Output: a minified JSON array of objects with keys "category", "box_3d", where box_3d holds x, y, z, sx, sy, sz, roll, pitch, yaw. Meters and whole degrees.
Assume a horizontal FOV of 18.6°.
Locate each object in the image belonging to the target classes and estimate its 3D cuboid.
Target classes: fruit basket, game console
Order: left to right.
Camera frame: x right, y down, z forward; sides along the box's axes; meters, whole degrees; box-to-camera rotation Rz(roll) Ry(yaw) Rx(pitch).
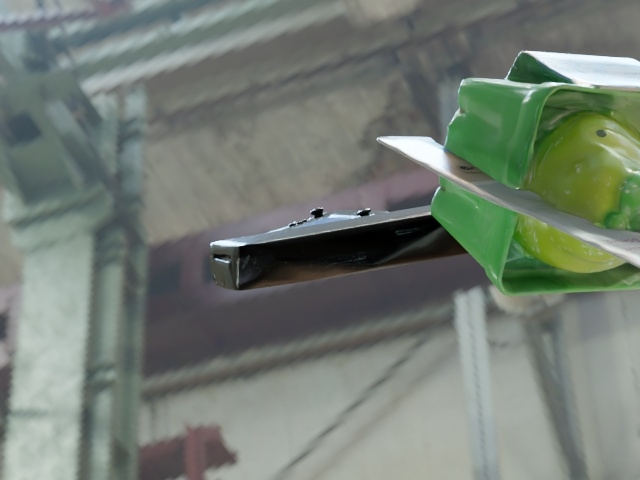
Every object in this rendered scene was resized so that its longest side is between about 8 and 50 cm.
[{"category":"game console","box_3d":[0.000,0.000,1.645,0.213,0.044,0.361,-10,-177,-14]},{"category":"fruit basket","box_3d":[0.267,-0.025,1.358,0.353,0.327,0.165,20,-74,47]}]
